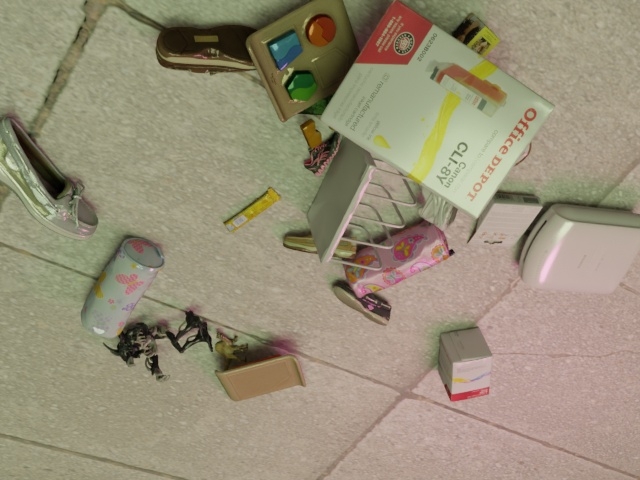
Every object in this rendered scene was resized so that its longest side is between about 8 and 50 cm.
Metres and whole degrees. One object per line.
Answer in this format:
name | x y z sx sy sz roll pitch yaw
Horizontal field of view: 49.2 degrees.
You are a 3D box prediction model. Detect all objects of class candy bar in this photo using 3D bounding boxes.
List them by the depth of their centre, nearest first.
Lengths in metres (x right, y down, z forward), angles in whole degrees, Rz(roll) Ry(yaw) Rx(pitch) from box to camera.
candy bar | -0.171 -0.071 1.725 0.161 0.018 0.040 -34 122 15

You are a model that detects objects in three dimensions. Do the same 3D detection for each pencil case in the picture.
pencil case | -0.493 0.121 1.744 0.124 0.113 0.273 19 121 -32
pencil case | 0.199 0.045 1.831 0.284 0.124 0.124 -27 127 8

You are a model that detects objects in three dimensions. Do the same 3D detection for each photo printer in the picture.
photo printer | 0.708 0.025 1.925 0.307 0.107 0.256 6 125 -16

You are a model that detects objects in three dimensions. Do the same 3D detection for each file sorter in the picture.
file sorter | 0.109 -0.095 1.659 0.173 0.193 0.278 11 124 -22

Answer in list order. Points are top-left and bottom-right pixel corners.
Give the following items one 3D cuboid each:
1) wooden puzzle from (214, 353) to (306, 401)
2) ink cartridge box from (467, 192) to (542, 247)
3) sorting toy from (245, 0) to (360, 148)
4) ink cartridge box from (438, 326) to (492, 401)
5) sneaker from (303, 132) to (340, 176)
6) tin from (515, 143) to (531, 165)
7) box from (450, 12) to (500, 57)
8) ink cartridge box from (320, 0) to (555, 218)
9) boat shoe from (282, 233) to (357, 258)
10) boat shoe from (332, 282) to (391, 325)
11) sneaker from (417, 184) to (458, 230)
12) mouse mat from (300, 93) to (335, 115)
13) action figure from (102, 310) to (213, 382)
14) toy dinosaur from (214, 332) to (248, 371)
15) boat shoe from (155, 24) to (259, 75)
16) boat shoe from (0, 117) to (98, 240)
wooden puzzle | -0.171 0.395 2.037 0.238 0.044 0.221 -10 147 0
ink cartridge box | 0.488 -0.053 1.876 0.145 0.045 0.179 3 144 -15
sorting toy | -0.006 -0.347 1.484 0.229 0.041 0.307 -34 133 -8
ink cartridge box | 0.436 0.374 2.118 0.127 0.128 0.176 -10 128 -5
sneaker | 0.002 -0.207 1.647 0.057 0.047 0.119 28 116 -16
tin | 0.437 -0.250 1.708 0.189 0.040 0.106 34 118 -31
box | 0.280 -0.383 1.543 0.058 0.087 0.232 30 114 -31
ink cartridge box | 0.234 -0.266 1.438 0.384 0.160 0.279 32 103 -4
boat shoe | 0.000 0.000 1.795 0.189 0.068 0.072 8 90 -8
boat shoe | 0.119 0.165 1.952 0.206 0.075 0.065 36 70 -26
sneaker | 0.299 -0.147 1.724 0.090 0.115 0.232 -7 119 -63
mouse mat | 0.021 -0.347 1.565 0.189 0.007 0.153 1 126 -14
action figure | -0.436 0.285 1.865 0.275 0.141 0.164 -17 140 -1
toy dinosaur | -0.255 0.319 1.994 0.092 0.053 0.183 3 127 5
boat shoe | -0.213 -0.388 1.450 0.257 0.095 0.095 1 162 -21
boat shoe | -0.601 -0.127 1.535 0.103 0.118 0.320 -30 120 16
